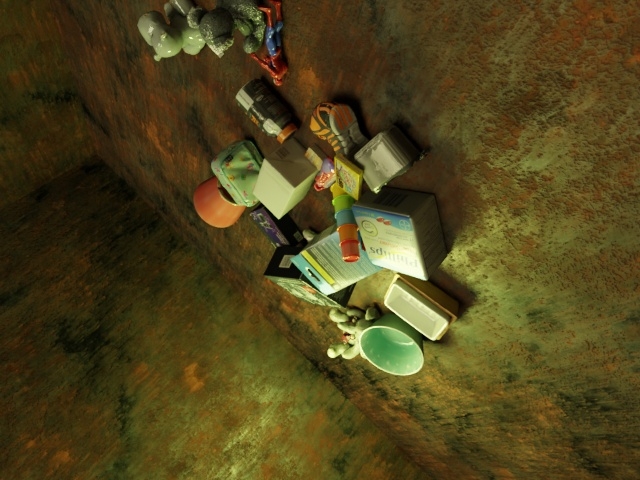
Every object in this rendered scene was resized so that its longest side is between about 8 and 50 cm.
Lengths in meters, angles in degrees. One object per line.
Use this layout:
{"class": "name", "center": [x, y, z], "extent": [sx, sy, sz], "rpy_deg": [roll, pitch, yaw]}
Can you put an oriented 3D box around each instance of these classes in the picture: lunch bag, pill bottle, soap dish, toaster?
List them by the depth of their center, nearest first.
{"class": "toaster", "center": [0.213, -0.267, 1.447], "extent": [0.146, 0.129, 0.227], "rpy_deg": [51, 139, -3]}
{"class": "pill bottle", "center": [-0.200, -0.488, 1.730], "extent": [0.245, 0.130, 0.130], "rpy_deg": [47, 152, -1]}
{"class": "soap dish", "center": [0.417, 0.261, 1.870], "extent": [0.291, 0.118, 0.228], "rpy_deg": [37, 150, 18]}
{"class": "lunch bag", "center": [-0.347, -0.315, 2.064], "extent": [0.108, 0.224, 0.279], "rpy_deg": [16, 145, 49]}

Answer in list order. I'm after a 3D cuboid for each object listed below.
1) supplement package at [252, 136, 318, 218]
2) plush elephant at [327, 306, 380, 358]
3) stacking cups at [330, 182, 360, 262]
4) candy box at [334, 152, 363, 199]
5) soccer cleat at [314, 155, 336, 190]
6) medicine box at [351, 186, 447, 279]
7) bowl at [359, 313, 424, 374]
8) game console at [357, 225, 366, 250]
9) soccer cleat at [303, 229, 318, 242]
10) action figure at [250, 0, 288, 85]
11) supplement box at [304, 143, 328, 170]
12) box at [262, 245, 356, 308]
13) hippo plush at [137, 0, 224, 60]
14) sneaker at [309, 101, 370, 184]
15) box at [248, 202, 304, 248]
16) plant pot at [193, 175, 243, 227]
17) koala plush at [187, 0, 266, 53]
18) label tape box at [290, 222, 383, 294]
{"class": "supplement package", "center": [-0.148, -0.256, 1.907], "extent": [0.175, 0.177, 0.293], "rpy_deg": [44, 151, 4]}
{"class": "plush elephant", "center": [0.186, 0.465, 2.308], "extent": [0.331, 0.271, 0.255], "rpy_deg": [8, 156, 9]}
{"class": "stacking cups", "center": [0.106, -0.070, 1.700], "extent": [0.096, 0.096, 0.315], "rpy_deg": [116, 150, -60]}
{"class": "candy box", "center": [0.096, -0.214, 1.536], "extent": [0.105, 0.027, 0.206], "rpy_deg": [37, 167, 14]}
{"class": "soccer cleat", "center": [0.022, -0.245, 1.703], "extent": [0.083, 0.095, 0.248], "rpy_deg": [47, 175, 2]}
{"class": "medicine box", "center": [0.289, -0.032, 1.636], "extent": [0.264, 0.149, 0.289], "rpy_deg": [16, 139, 44]}
{"class": "bowl", "center": [0.355, 0.466, 2.124], "extent": [0.312, 0.163, 0.311], "rpy_deg": [17, 132, 20]}
{"class": "game console", "center": [0.168, -0.026, 1.796], "extent": [0.085, 0.144, 0.123], "rpy_deg": [1, 97, 34]}
{"class": "soccer cleat", "center": [0.000, 0.000, 2.167], "extent": [0.196, 0.068, 0.076], "rpy_deg": [40, 131, 15]}
{"class": "action figure", "center": [-0.184, -0.663, 1.528], "extent": [0.139, 0.091, 0.280], "rpy_deg": [23, 144, 25]}
{"class": "supplement box", "center": [-0.010, -0.326, 1.779], "extent": [0.098, 0.036, 0.062], "rpy_deg": [46, 151, 2]}
{"class": "box", "center": [-0.051, 0.180, 2.233], "extent": [0.313, 0.178, 0.343], "rpy_deg": [35, 160, -30]}
{"class": "hippo plush", "center": [-0.557, -0.774, 1.730], "extent": [0.294, 0.236, 0.234], "rpy_deg": [48, 152, -2]}
{"class": "sneaker", "center": [0.075, -0.348, 1.576], "extent": [0.180, 0.125, 0.321], "rpy_deg": [33, 155, 50]}
{"class": "box", "center": [-0.226, -0.077, 2.327], "extent": [0.261, 0.103, 0.184], "rpy_deg": [54, 154, -14]}
{"class": "plant pot", "center": [-0.491, -0.232, 2.341], "extent": [0.274, 0.275, 0.243], "rpy_deg": [51, 143, -9]}
{"class": "koala plush", "center": [-0.311, -0.720, 1.483], "extent": [0.196, 0.221, 0.203], "rpy_deg": [47, 152, 1]}
{"class": "label tape box", "center": [0.077, 0.070, 1.941], "extent": [0.348, 0.115, 0.249], "rpy_deg": [-30, 109, 38]}
